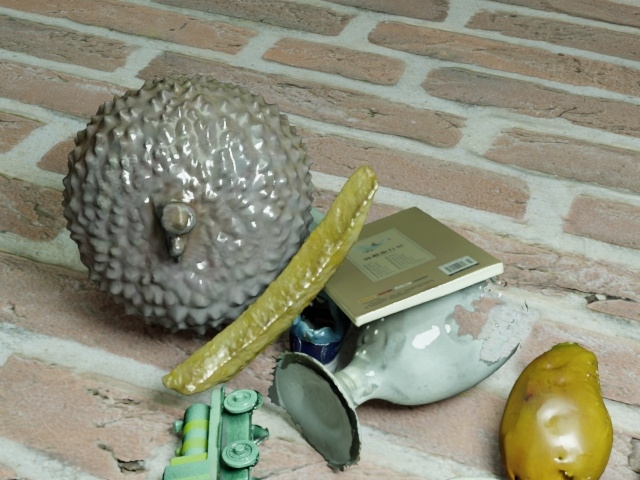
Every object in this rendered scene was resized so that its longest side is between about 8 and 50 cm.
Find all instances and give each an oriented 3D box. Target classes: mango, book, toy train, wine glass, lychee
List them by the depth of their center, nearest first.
[{"bbox_3d":[-0.135,0.270,1.350,0.132,0.083,0.200,-9,28,2],"label":"toy train"},{"bbox_3d":[0.317,0.234,1.382,0.156,0.151,0.248,-15,26,35],"label":"mango"},{"bbox_3d":[0.114,0.157,1.448,0.357,0.190,0.190,-26,45,-30],"label":"wine glass"},{"bbox_3d":[0.100,0.029,1.503,0.217,0.021,0.310,-20,21,-11],"label":"book"},{"bbox_3d":[-0.194,-0.058,1.545,0.380,0.380,0.432,1,13,-4],"label":"lychee"}]

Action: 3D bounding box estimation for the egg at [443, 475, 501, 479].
[{"bbox_3d":[0.155,0.415,1.114,0.264,0.174,0.286,-14,65,-28],"label":"egg"}]

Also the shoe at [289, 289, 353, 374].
[{"bbox_3d":[0.003,0.114,1.560,0.092,0.106,0.207,9,30,4],"label":"shoe"}]

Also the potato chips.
[{"bbox_3d":[-0.049,0.068,1.432,0.407,0.080,0.057,-47,54,-5],"label":"potato chips"}]

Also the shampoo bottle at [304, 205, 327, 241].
[{"bbox_3d":[0.000,0.000,1.724,0.085,0.085,0.262,-24,40,-34],"label":"shampoo bottle"}]
